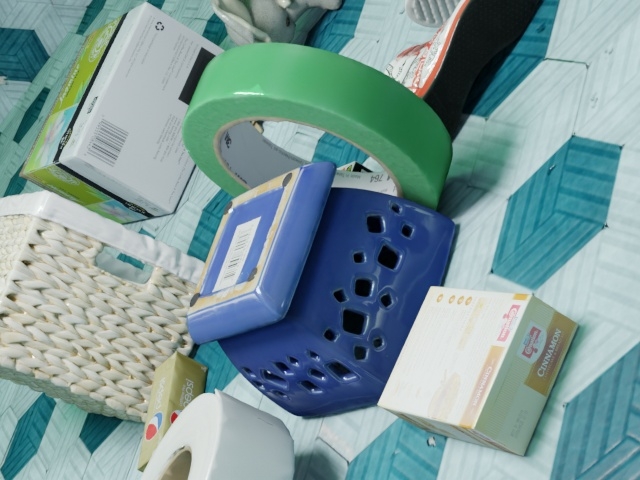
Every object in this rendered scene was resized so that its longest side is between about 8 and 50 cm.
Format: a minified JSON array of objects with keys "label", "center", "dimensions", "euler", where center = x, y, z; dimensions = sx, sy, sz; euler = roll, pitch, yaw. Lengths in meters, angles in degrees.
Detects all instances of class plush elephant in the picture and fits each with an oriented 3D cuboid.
[{"label":"plush elephant","center":[-0.090,-0.428,2.295],"dimensions":[0.330,0.255,0.272],"euler":[-29,8,8]}]

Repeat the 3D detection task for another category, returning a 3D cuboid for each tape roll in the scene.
[{"label":"tape roll","center":[-0.005,-0.112,1.669],"dimensions":[0.321,0.321,0.077],"euler":[-19,46,55]},{"label":"tape roll","center":[-0.140,0.319,1.579],"dimensions":[0.286,0.100,0.286],"euler":[-55,17,26]}]

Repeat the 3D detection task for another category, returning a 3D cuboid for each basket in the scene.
[{"label":"basket","center":[-0.380,0.107,2.156],"dimensions":[0.331,0.328,0.267],"euler":[-6,62,61]}]

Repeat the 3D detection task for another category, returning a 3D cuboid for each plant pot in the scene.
[{"label":"plant pot","center":[-0.012,0.052,1.633],"dimensions":[0.236,0.212,0.236],"euler":[-19,46,54]}]

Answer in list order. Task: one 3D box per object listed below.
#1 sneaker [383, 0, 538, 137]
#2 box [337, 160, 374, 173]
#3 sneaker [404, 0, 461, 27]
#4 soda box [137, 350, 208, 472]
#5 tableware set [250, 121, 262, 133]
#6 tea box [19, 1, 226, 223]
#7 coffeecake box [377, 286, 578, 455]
[{"label":"sneaker","center":[0.167,-0.252,1.779],"dimensions":[0.270,0.090,0.145],"euler":[-59,26,7]},{"label":"box","center":[0.000,0.000,1.882],"dimensions":[0.114,0.036,0.207],"euler":[-19,46,56]},{"label":"sneaker","center":[0.218,-0.425,1.833],"dimensions":[0.321,0.126,0.127],"euler":[-39,37,42]},{"label":"soda box","center":[-0.209,0.250,1.977],"dimensions":[0.061,0.058,0.181],"euler":[-41,31,37]},{"label":"tableware set","center":[-0.141,-0.214,2.400],"dimensions":[0.194,0.039,0.128],"euler":[-5,69,68]},{"label":"tea box","center":[-0.363,-0.228,2.619],"dimensions":[0.323,0.220,0.329],"euler":[-10,53,60]},{"label":"coffeecake box","center":[0.155,0.126,1.399],"dimensions":[0.185,0.068,0.142],"euler":[2,64,63]}]
